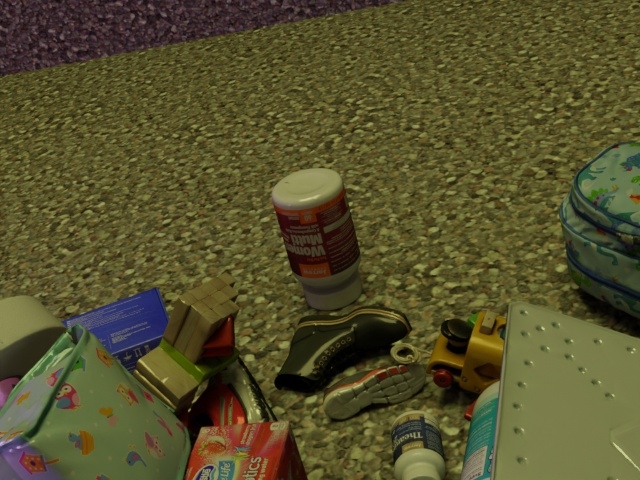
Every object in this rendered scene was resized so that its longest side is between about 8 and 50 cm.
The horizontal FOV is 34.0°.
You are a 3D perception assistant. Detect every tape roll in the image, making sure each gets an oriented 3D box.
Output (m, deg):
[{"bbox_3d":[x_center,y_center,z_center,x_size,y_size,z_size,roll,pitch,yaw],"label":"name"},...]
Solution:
[{"bbox_3d":[-0.507,0.241,1.441,0.072,0.392,0.392,41,51,10],"label":"tape roll"}]

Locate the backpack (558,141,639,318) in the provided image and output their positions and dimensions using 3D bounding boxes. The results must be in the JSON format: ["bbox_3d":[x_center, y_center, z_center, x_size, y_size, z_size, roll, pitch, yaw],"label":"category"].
[{"bbox_3d":[0.522,-0.003,1.525,0.290,0.273,0.356,-38,23,-24],"label":"backpack"}]

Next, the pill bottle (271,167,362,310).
[{"bbox_3d":[0.000,0.000,1.750,0.121,0.221,0.121,-11,29,6],"label":"pill bottle"}]

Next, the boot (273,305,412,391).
[{"bbox_3d":[0.034,0.175,1.597,0.198,0.076,0.137,-13,31,31],"label":"boot"}]

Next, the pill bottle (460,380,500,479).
[{"bbox_3d":[0.235,0.290,1.215,0.146,0.146,0.264,-4,31,18],"label":"pill bottle"}]

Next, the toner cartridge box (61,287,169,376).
[{"bbox_3d":[-0.413,0.201,1.743,0.348,0.075,0.165,-19,28,-9],"label":"toner cartridge box"}]

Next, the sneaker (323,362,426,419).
[{"bbox_3d":[0.074,0.206,1.527,0.158,0.061,0.065,-16,22,-4],"label":"sneaker"}]

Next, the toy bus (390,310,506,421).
[{"bbox_3d":[0.232,0.151,1.462,0.202,0.104,0.191,-12,40,-25],"label":"toy bus"}]

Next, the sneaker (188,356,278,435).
[{"bbox_3d":[-0.153,0.232,1.548,0.118,0.107,0.279,-32,27,-5],"label":"sneaker"}]

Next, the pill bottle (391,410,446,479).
[{"bbox_3d":[0.127,0.282,1.357,0.067,0.067,0.120,-11,29,6],"label":"pill bottle"}]

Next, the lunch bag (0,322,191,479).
[{"bbox_3d":[-0.278,0.248,1.277,0.160,0.223,0.262,-35,18,24],"label":"lunch bag"}]

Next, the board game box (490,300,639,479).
[{"bbox_3d":[0.376,0.252,1.149,0.390,0.050,0.390,18,34,2],"label":"board game box"}]

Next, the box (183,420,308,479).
[{"bbox_3d":[-0.105,0.351,1.287,0.128,0.122,0.257,-6,30,14],"label":"box"}]

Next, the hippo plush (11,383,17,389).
[{"bbox_3d":[-0.465,0.346,1.349,0.237,0.234,0.294,-27,48,2],"label":"hippo plush"}]

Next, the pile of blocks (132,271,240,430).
[{"bbox_3d":[-0.203,0.222,1.483,0.113,0.362,0.149,39,13,17],"label":"pile of blocks"}]
